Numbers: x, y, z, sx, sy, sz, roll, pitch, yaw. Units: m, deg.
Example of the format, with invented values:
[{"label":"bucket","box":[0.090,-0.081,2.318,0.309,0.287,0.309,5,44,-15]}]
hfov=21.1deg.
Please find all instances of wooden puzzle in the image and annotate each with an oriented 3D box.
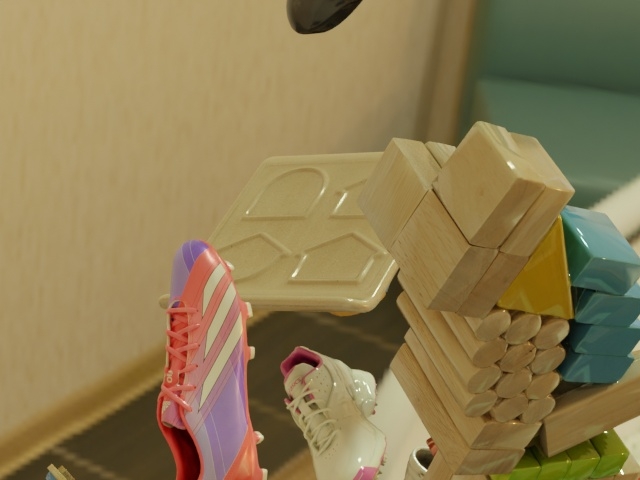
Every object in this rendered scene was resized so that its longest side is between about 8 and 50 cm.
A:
[{"label":"wooden puzzle","box":[0.000,0.000,2.248,0.322,0.080,0.348,0,37,34]}]

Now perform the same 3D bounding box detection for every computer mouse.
[{"label":"computer mouse","box":[0.045,-0.306,1.730,0.041,0.242,0.071,23,21,-49]}]

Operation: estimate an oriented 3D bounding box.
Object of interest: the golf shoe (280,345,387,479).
[{"label":"golf shoe","box":[0.006,0.244,2.274,0.140,0.115,0.306,36,15,-17]}]

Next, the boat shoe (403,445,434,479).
[{"label":"boat shoe","box":[0.223,0.318,2.053,0.267,0.088,0.096,22,41,26]}]

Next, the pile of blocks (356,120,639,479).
[{"label":"pile of blocks","box":[0.105,0.046,0.939,0.149,0.362,0.112,-21,50,-11]}]

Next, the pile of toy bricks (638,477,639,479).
[{"label":"pile of toy bricks","box":[0.450,0.362,2.103,0.212,0.118,0.105,19,53,25]}]

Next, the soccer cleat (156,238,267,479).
[{"label":"soccer cleat","box":[-0.112,0.122,1.568,0.095,0.248,0.083,-6,-5,-34]}]

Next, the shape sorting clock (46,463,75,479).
[{"label":"shape sorting clock","box":[-0.226,0.321,1.885,0.040,0.206,0.206,-40,44,-15]}]
